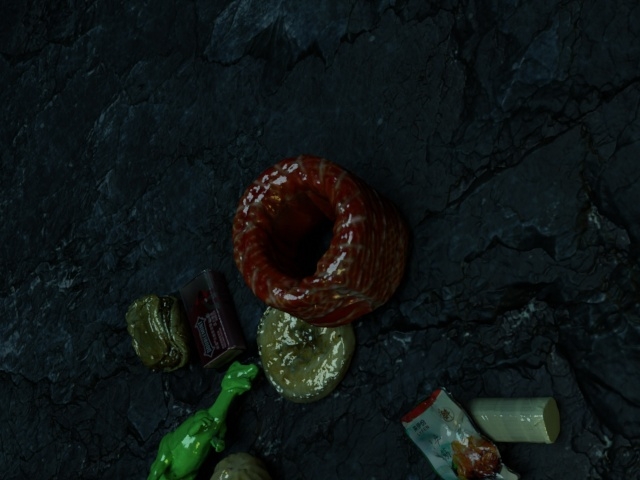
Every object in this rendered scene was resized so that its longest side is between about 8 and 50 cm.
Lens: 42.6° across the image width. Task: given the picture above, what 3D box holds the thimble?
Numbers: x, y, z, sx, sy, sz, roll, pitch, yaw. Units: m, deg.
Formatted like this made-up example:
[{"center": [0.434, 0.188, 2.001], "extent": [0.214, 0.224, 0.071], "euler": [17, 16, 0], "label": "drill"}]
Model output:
[{"center": [0.000, 0.000, 1.752], "extent": [0.350, 0.230, 0.350], "euler": [-13, 65, 29], "label": "thimble"}]

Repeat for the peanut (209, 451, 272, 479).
[{"center": [-0.168, 0.641, 1.812], "extent": [0.174, 0.158, 0.340], "euler": [-31, 64, 60], "label": "peanut"}]

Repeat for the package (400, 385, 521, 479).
[{"center": [0.259, 0.397, 1.552], "extent": [0.232, 0.040, 0.166], "euler": [49, 132, 9], "label": "package"}]

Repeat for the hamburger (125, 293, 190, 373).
[{"center": [-0.398, 0.233, 2.106], "extent": [0.183, 0.130, 0.206], "euler": [-27, 78, 47], "label": "hamburger"}]

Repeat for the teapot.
[{"center": [0.344, 0.350, 1.543], "extent": [0.200, 0.077, 0.107], "euler": [-8, 107, 36], "label": "teapot"}]

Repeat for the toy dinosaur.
[{"center": [-0.351, 0.483, 2.025], "extent": [0.500, 0.144, 0.374], "euler": [-23, 38, 54], "label": "toy dinosaur"}]

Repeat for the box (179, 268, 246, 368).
[{"center": [-0.269, 0.195, 2.043], "extent": [0.120, 0.069, 0.224], "euler": [-34, 63, 27], "label": "box"}]

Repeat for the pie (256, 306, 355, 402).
[{"center": [-0.039, 0.231, 1.867], "extent": [0.274, 0.055, 0.274], "euler": [-9, 75, 35], "label": "pie"}]
